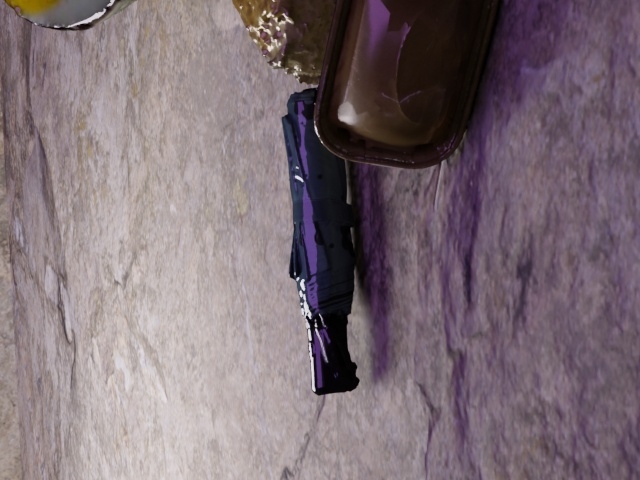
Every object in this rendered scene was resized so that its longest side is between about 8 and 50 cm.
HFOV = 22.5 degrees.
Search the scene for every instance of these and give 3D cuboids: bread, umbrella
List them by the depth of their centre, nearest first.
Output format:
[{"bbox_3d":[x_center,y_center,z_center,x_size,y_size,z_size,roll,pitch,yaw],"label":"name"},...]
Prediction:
[{"bbox_3d":[-0.010,-0.230,1.224,0.245,0.121,0.174,-119,27,-45],"label":"bread"},{"bbox_3d":[-0.002,0.000,1.307,0.053,0.052,0.251,-7,83,37],"label":"umbrella"}]

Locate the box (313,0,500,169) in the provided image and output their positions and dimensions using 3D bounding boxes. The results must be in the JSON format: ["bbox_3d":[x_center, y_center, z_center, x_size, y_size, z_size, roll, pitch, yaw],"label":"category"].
[{"bbox_3d":[0.056,-0.134,1.095,0.111,0.111,0.177,-121,35,-50],"label":"box"}]

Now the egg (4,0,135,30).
[{"bbox_3d":[-0.225,-0.385,1.644,0.337,0.201,0.337,19,119,39],"label":"egg"}]
